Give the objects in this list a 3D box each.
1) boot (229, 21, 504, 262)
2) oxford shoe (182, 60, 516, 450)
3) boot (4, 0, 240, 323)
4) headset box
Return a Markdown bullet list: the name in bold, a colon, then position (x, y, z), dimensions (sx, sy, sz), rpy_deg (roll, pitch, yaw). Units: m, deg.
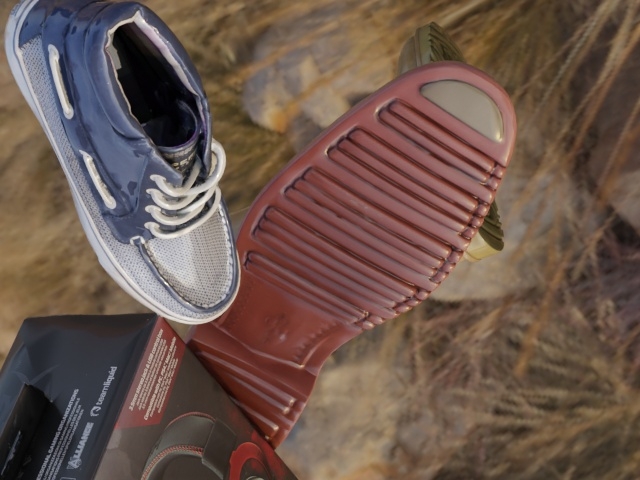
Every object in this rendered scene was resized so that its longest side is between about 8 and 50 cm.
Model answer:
- **boot**: position (0.007, -0.043, 1.051), dimensions (0.269, 0.236, 0.089), rpy_deg (-22, 142, 26)
- **oxford shoe**: position (0.000, 0.000, 0.818), dimensions (0.123, 0.130, 0.348), rpy_deg (35, 122, -12)
- **boot**: position (-0.074, -0.027, 0.569), dimensions (0.086, 0.069, 0.190), rpy_deg (21, 147, 50)
- **headset box**: position (-0.118, 0.197, 0.751), dimensions (0.110, 0.218, 0.293), rpy_deg (-4, 138, 28)
